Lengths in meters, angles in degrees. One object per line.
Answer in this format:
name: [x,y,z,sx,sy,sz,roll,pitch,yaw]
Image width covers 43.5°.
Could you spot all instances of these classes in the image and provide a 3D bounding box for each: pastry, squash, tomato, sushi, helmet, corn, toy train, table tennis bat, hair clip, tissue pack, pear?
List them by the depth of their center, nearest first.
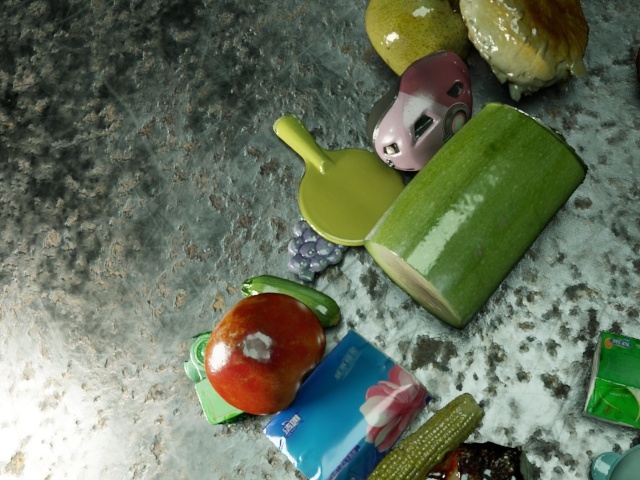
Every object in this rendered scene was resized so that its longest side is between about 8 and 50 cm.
sushi: [0.303,0.531,1.401,0.181,0.196,0.344,-12,64,26]
tissue pack: [0.590,0.280,1.451,0.208,0.156,0.148,13,39,15]
tomato: [-0.111,0.202,1.462,0.200,0.139,0.233,29,87,12]
tissue pack: [0.045,0.323,1.502,0.270,0.137,0.209,-48,47,-6]
corn: [0.190,0.397,1.506,0.288,0.086,0.086,-41,70,-7]
squash: [0.294,-0.057,1.539,0.263,0.263,0.384,39,82,19]
toy train: [-0.142,0.250,1.589,0.243,0.132,0.188,-25,76,2]
helmet: [0.220,-0.244,1.636,0.253,0.198,0.154,-34,45,10]
pastry: [0.417,-0.461,1.641,0.136,0.329,0.330,-25,62,48]
squash: [-0.059,0.121,1.643,0.219,0.068,0.077,15,56,15]
hair clip: [-0.001,0.001,1.693,0.124,0.052,0.196,14,67,4]
pear: [0.217,-0.454,1.696,0.211,0.228,0.188,-28,30,33]
table tennis bat: [0.025,-0.138,1.720,0.224,0.054,0.369,-37,69,-15]

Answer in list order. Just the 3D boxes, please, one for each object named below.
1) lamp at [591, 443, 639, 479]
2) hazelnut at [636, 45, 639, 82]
lamp: [0.625,0.449,1.377,0.283,0.147,0.210,-4,67,7]
hazelnut: [0.738,-0.353,1.609,0.214,0.176,0.214,12,63,-25]
